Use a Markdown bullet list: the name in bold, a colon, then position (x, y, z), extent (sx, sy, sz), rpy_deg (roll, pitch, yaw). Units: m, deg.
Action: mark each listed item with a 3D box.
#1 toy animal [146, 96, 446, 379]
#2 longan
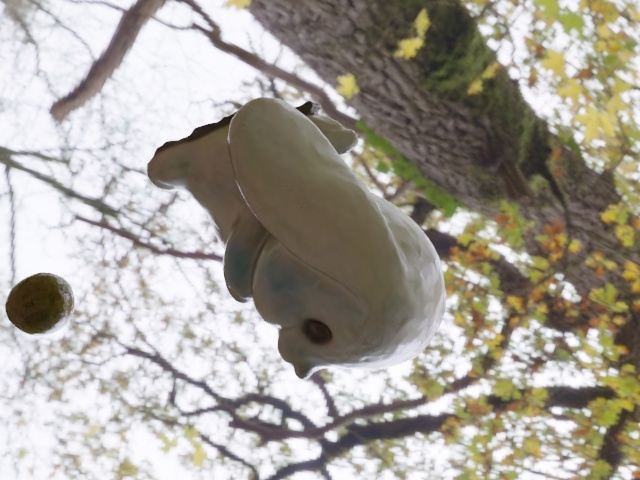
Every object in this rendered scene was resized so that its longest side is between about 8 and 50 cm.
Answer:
- **toy animal**: position (-0.001, -0.005, 1.000), extent (0.174, 0.249, 0.289), rpy_deg (-43, -103, 7)
- **longan**: position (-0.304, 0.068, 1.176), extent (0.083, 0.075, 0.075), rpy_deg (-6, -108, 29)
